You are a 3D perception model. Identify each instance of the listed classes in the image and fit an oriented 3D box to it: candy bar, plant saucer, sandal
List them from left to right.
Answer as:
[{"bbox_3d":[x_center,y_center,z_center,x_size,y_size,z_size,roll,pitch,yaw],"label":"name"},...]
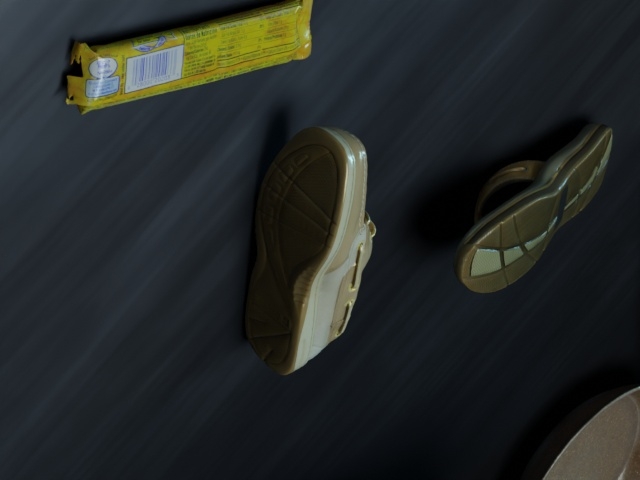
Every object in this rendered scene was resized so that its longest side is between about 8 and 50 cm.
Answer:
[{"bbox_3d":[-0.062,-0.097,0.946,0.161,0.018,0.040,-19,128,-38],"label":"candy bar"},{"bbox_3d":[0.131,-0.026,1.201,0.180,0.049,0.072,-42,151,-40],"label":"sandal"},{"bbox_3d":[0.212,0.190,1.469,0.198,0.036,0.199,-29,136,-31],"label":"plant saucer"}]

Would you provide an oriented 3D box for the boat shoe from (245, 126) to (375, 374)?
[{"bbox_3d":[0.000,0.000,1.063,0.059,0.063,0.170,-24,144,-38],"label":"boat shoe"}]
